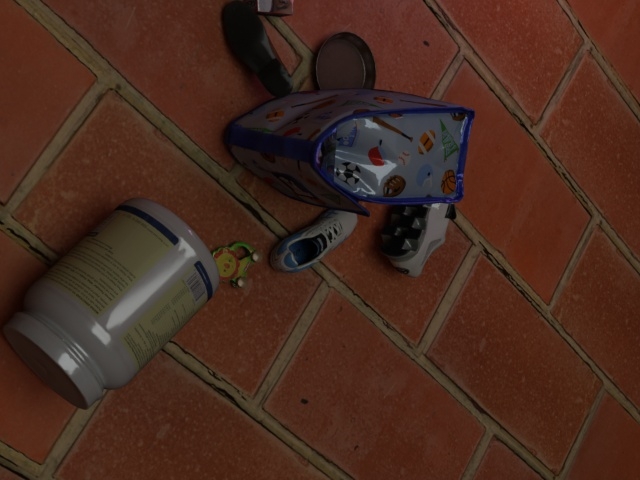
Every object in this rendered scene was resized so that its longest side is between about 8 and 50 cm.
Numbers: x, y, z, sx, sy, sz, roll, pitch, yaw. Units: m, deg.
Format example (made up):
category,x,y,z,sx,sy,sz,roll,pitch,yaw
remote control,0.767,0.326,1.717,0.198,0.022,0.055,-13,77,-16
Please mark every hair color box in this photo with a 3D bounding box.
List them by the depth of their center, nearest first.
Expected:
category,x,y,z,sx,sy,sz,roll,pitch,yaw
hair color box,-0.104,-0.536,2.054,0.093,0.053,0.167,-5,98,-39

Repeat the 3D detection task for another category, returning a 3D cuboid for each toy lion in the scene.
category,x,y,z,sx,sy,sz,roll,pitch,yaw
toy lion,-0.177,0.044,2.053,0.096,0.034,0.100,39,69,-26

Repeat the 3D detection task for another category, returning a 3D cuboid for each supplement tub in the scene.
category,x,y,z,sx,sy,sz,roll,pitch,yaw
supplement tub,-0.359,0.108,1.778,0.325,0.235,0.235,-47,119,-26

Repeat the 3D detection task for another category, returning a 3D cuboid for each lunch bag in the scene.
category,x,y,z,sx,sy,sz,roll,pitch,yaw
lunch bag,0.048,-0.179,2.019,0.385,0.328,0.239,-4,103,-37

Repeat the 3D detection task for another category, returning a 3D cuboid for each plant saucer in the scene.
category,x,y,z,sx,sy,sz,roll,pitch,yaw
plant saucer,0.049,-0.363,2.204,0.168,0.029,0.168,-2,94,-39

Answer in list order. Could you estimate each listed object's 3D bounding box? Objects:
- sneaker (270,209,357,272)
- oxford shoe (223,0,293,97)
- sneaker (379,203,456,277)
category,x,y,z,sx,sy,sz,roll,pitch,yaw
sneaker,0.000,0.000,2.155,0.237,0.086,0.085,-34,111,-33
oxford shoe,-0.126,-0.379,2.046,0.076,0.076,0.212,-29,100,6
sneaker,0.243,-0.066,2.339,0.330,0.122,0.146,-60,143,-20
